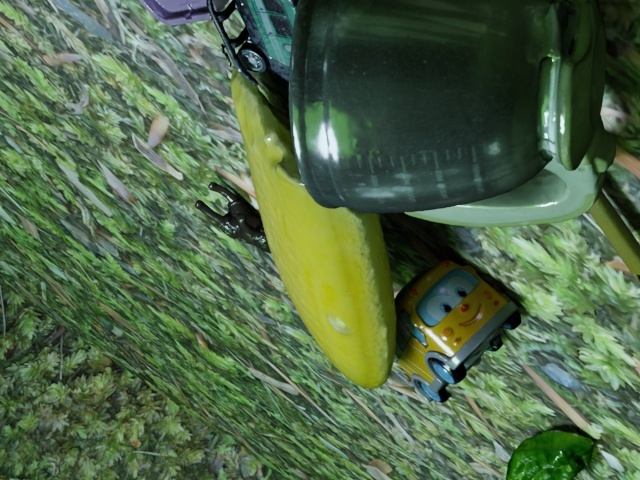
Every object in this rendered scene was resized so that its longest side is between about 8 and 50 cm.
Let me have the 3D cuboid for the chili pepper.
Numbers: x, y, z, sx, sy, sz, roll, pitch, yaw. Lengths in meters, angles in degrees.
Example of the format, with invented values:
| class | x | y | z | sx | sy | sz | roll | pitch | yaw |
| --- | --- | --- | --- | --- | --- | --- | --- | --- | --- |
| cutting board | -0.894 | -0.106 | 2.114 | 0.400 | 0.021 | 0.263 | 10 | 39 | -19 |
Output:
| class | x | y | z | sx | sy | sz | roll | pitch | yaw |
| --- | --- | --- | --- | --- | --- | --- | --- | --- | --- |
| chili pepper | 0.322 | 0.325 | 1.958 | 0.100 | 0.074 | 0.257 | 37 | 160 | 8 |

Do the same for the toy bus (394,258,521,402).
| class | x | y | z | sx | sy | sz | roll | pitch | yaw |
| --- | --- | --- | --- | --- | --- | --- | --- | --- | --- |
| toy bus | 0.154 | 0.107 | 1.714 | 0.136 | 0.126 | 0.209 | 45 | 162 | 10 |

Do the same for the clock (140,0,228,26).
| class | x | y | z | sx | sy | sz | roll | pitch | yaw |
| --- | --- | --- | --- | --- | --- | --- | --- | --- | --- |
| clock | -0.159 | -0.294 | 1.497 | 0.110 | 0.050 | 0.153 | 49 | 159 | -25 |

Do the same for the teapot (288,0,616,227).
| class | x | y | z | sx | sy | sz | roll | pitch | yaw |
| --- | --- | --- | --- | --- | --- | --- | --- | --- | --- |
| teapot | 0.117 | -0.099 | 1.130 | 0.239 | 0.239 | 0.321 | 8 | 126 | 19 |

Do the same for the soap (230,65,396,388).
| class | x | y | z | sx | sy | sz | roll | pitch | yaw |
| --- | --- | --- | --- | --- | --- | --- | --- | --- | --- |
| soap | 0.003 | -0.002 | 1.650 | 0.306 | 0.115 | 0.427 | 52 | 163 | 37 |

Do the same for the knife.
| class | x | y | z | sx | sy | sz | roll | pitch | yaw |
| --- | --- | --- | --- | --- | --- | --- | --- | --- | --- |
| knife | 0.241 | -0.077 | 1.278 | 0.343 | 0.027 | 0.061 | 51 | 160 | -22 |

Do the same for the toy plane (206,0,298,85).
| class | x | y | z | sx | sy | sz | roll | pitch | yaw |
| --- | --- | --- | --- | --- | --- | --- | --- | --- | --- |
| toy plane | 0.001 | -0.187 | 1.381 | 0.155 | 0.106 | 0.381 | 12 | 144 | 32 |

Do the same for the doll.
| class | x | y | z | sx | sy | sz | roll | pitch | yaw |
| --- | --- | --- | --- | --- | --- | --- | --- | --- | --- |
| doll | -0.088 | -0.012 | 2.000 | 0.139 | 0.057 | 0.165 | 16 | 155 | 43 |
